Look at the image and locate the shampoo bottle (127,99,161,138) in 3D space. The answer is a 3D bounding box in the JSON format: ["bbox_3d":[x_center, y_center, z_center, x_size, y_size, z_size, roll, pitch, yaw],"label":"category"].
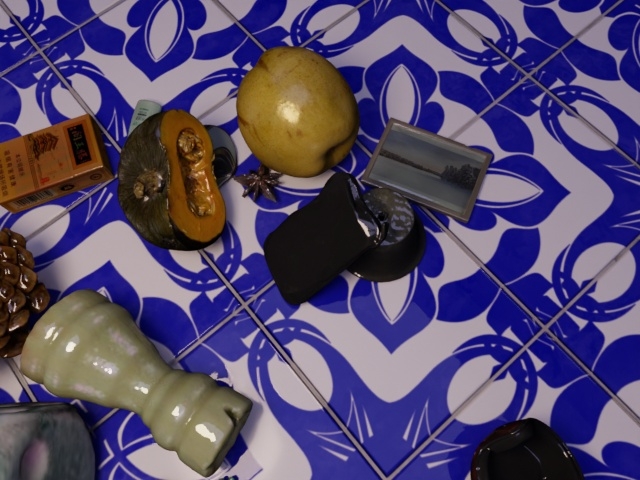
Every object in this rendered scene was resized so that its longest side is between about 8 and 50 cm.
[{"bbox_3d":[-0.489,-0.289,1.380,0.069,0.041,0.191,14,71,1],"label":"shampoo bottle"}]

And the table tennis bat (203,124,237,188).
[{"bbox_3d":[-0.297,-0.174,1.344,0.173,0.022,0.302,-14,68,-2],"label":"table tennis bat"}]

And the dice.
[{"bbox_3d":[-0.644,0.477,0.943,0.327,0.330,0.349,-3,72,4],"label":"dice"}]

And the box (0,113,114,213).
[{"bbox_3d":[-0.700,-0.202,1.337,0.273,0.076,0.174,-21,72,-6],"label":"box"}]

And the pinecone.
[{"bbox_3d":[-0.802,0.146,1.097,0.383,0.384,0.385,-1,70,2],"label":"pinecone"}]

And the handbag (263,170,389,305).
[{"bbox_3d":[0.002,-0.002,1.156,0.332,0.074,0.192,-39,66,33],"label":"handbag"}]

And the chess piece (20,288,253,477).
[{"bbox_3d":[-0.365,0.299,1.073,0.441,0.234,0.234,29,73,6],"label":"chess piece"}]

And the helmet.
[{"bbox_3d":[0.397,0.456,1.000,0.215,0.193,0.189,-28,68,-20],"label":"helmet"}]

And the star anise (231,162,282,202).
[{"bbox_3d":[-0.146,-0.142,1.307,0.124,0.056,0.129,-32,72,-10],"label":"star anise"}]

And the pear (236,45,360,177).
[{"bbox_3d":[-0.055,-0.309,1.241,0.313,0.314,0.315,-1,70,2],"label":"pear"}]

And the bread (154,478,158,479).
[{"bbox_3d":[-0.310,0.580,1.008,0.102,0.138,0.196,-37,73,-21],"label":"bread"}]

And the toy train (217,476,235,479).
[{"bbox_3d":[-0.165,0.568,1.042,0.193,0.081,0.125,29,63,14],"label":"toy train"}]

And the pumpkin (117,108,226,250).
[{"bbox_3d":[-0.380,-0.122,1.202,0.232,0.242,0.325,-13,86,26],"label":"pumpkin"}]

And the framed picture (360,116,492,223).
[{"bbox_3d":[0.275,-0.186,1.330,0.289,0.016,0.213,23,71,10],"label":"framed picture"}]

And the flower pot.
[{"bbox_3d":[0.142,-0.030,1.211,0.235,0.148,0.236,-1,71,2],"label":"flower pot"}]
